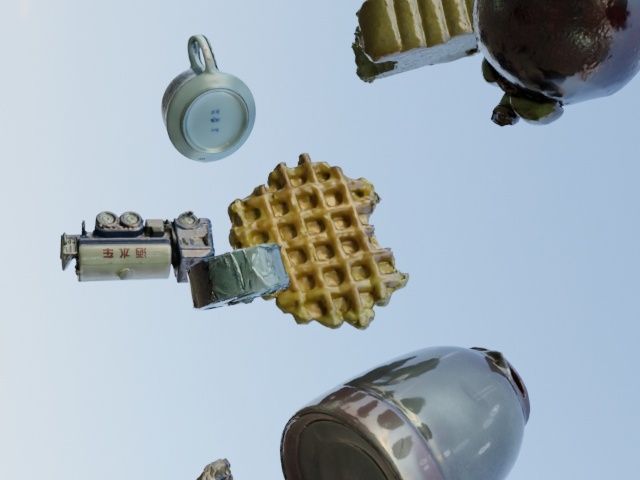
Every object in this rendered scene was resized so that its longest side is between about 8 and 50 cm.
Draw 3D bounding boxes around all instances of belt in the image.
[{"bbox_3d":[-0.088,0.042,1.018,0.140,0.105,0.058,151,-75,-70],"label":"belt"}]

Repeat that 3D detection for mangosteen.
[{"bbox_3d":[0.278,-0.238,1.099,0.216,0.216,0.216,2,-88,59],"label":"mangosteen"}]

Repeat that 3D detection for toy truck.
[{"bbox_3d":[-0.241,0.012,1.262,0.088,0.202,0.074,-109,-154,-43],"label":"toy truck"}]

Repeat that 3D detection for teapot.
[{"bbox_3d":[0.128,0.280,1.236,0.233,0.312,0.315,45,-43,24],"label":"teapot"},{"bbox_3d":[-0.202,-0.229,1.600,0.159,0.159,0.232,45,-42,50],"label":"teapot"}]

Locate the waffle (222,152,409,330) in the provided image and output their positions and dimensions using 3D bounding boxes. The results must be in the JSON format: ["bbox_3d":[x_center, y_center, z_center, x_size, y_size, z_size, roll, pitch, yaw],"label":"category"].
[{"bbox_3d":[0.000,-0.001,1.365,0.051,0.291,0.291,108,-31,-60],"label":"waffle"}]

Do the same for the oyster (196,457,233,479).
[{"bbox_3d":[-0.133,0.319,1.035,0.105,0.056,0.177,87,15,-46],"label":"oyster"}]

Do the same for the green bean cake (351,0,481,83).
[{"bbox_3d":[0.161,-0.358,1.579,0.236,0.233,0.124,177,-102,-88],"label":"green bean cake"}]
